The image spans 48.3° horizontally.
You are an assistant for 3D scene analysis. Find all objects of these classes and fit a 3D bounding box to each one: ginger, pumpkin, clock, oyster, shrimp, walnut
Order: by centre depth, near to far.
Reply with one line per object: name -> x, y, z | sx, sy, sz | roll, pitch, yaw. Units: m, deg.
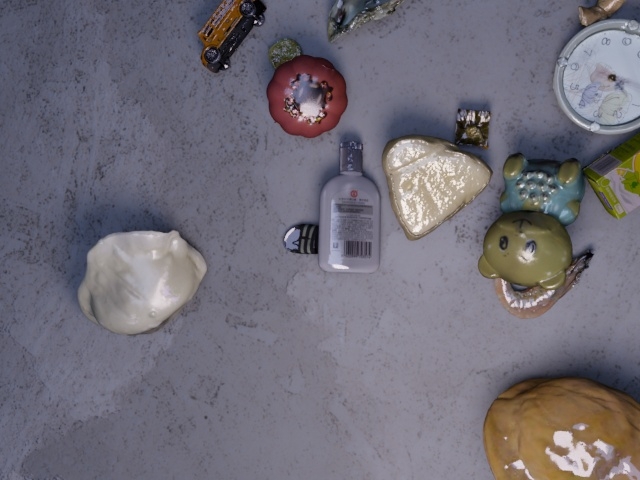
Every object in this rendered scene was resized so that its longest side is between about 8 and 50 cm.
walnut -> 0.525, 0.441, 1.400 | 0.384, 0.383, 0.383 | 0, 93, 11
ginger -> 0.625, -0.564, 1.471 | 0.089, 0.075, 0.288 | 42, 102, 39
clock -> 0.607, -0.339, 1.488 | 0.236, 0.053, 0.236 | 1, 96, 11
shrimp -> 0.474, 0.066, 1.537 | 0.219, 0.046, 0.152 | -40, 88, 10
pumpkin -> 0.330, -0.242, 1.547 | 0.074, 0.054, 0.083 | 6, 98, 15
oyster -> 0.133, -0.542, 1.553 | 0.199, 0.087, 0.252 | 19, 88, 19

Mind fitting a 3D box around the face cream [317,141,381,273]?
face cream -> 0.064, -0.072, 1.580 | 0.144, 0.071, 0.291 | 1, 84, -13

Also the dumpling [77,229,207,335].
dumpling -> -0.427, 0.095, 1.615 | 0.318, 0.187, 0.243 | -25, 130, 3

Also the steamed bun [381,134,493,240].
steamed bun -> 0.228, -0.145, 1.541 | 0.231, 0.110, 0.212 | -36, 103, 7

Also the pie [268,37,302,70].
pie -> -0.079, -0.421, 1.632 | 0.084, 0.021, 0.084 | 0, 88, 11

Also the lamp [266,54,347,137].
lamp -> -0.030, -0.317, 1.575 | 0.182, 0.140, 0.182 | -1, 105, -3

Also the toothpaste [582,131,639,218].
toothpaste -> 0.701, -0.183, 1.449 | 0.327, 0.077, 0.110 | -35, 110, 10

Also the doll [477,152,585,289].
doll -> 0.431, -0.030, 1.451 | 0.177, 0.161, 0.260 | 10, 70, 27

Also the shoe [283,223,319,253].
shoe -> 0.000, 0.000, 1.620 | 0.179, 0.049, 0.071 | 4, 92, 10

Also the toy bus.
toy bus -> -0.212, -0.479, 1.623 | 0.088, 0.083, 0.194 | 40, 97, 10
